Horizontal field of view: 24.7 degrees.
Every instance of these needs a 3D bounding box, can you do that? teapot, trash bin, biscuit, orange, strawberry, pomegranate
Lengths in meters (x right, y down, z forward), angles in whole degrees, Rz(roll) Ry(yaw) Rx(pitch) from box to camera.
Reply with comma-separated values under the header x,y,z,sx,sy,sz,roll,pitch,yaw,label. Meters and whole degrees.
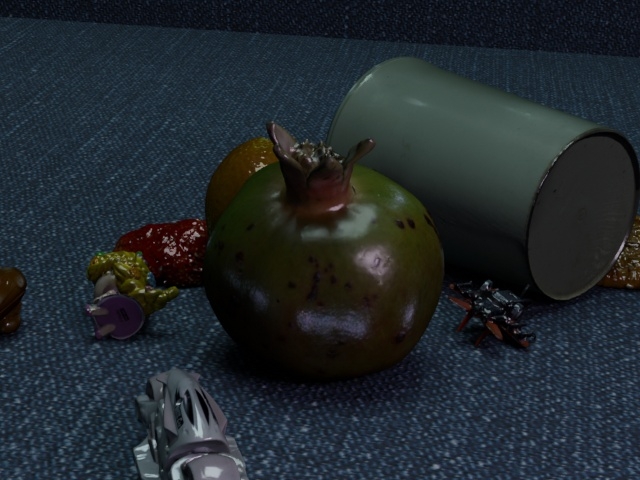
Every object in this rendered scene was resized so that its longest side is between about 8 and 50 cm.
x,y,z,sx,sy,sz,roll,pitch,yaw,label
-0.406,0.086,1.806,0.098,0.078,0.129,-34,10,32,teapot
0.207,-0.094,2.080,0.280,0.280,0.432,-15,27,-40,trash bin
0.445,0.006,2.172,0.305,0.038,0.305,2,19,-1,biscuit
-0.064,-0.022,1.952,0.158,0.179,0.237,-23,59,-42,orange
-0.208,0.011,2.050,0.187,0.082,0.146,0,11,6,strawberry
-0.001,-0.004,1.717,0.291,0.323,0.291,-5,18,2,pomegranate

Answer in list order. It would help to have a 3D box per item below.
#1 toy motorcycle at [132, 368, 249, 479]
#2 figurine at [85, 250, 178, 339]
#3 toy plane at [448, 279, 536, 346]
x,y,z,sx,sy,sz,roll,pitch,yaw,label
-0.130,0.193,1.450,0.112,0.112,0.254,-4,21,-18,toy motorcycle
-0.239,0.055,1.862,0.115,0.094,0.156,-11,24,-3,figurine
0.237,0.085,1.881,0.130,0.061,0.189,38,30,22,toy plane
